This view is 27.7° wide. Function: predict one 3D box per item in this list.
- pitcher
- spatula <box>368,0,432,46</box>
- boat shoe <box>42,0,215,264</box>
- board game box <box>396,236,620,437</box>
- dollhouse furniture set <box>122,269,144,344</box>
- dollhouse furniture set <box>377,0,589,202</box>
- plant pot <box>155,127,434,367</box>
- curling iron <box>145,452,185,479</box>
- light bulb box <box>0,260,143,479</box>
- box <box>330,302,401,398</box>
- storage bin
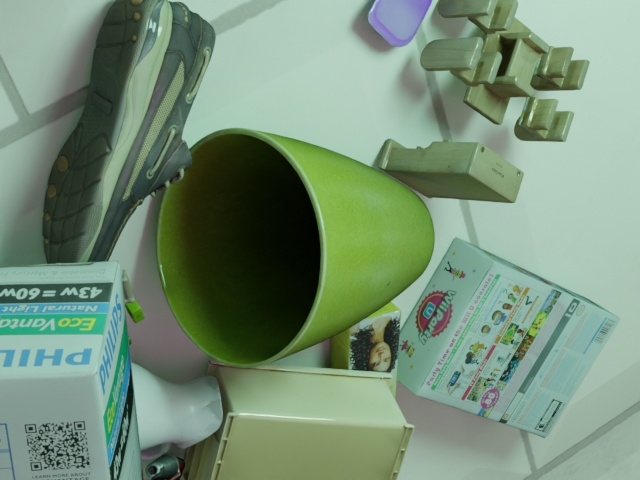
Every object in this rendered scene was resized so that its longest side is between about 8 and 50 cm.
[{"bbox_3d":[-0.253,0.225,1.626,0.207,0.125,0.178,10,137,-34],"label":"pitcher"},{"bbox_3d":[0.165,-0.370,1.615,0.296,0.030,0.084,-51,131,1],"label":"spatula"},{"bbox_3d":[-0.207,-0.100,1.463,0.130,0.132,0.355,11,110,-35],"label":"boat shoe"},{"bbox_3d":[0.270,0.150,1.919,0.303,0.097,0.224,23,100,-40],"label":"board game box"},{"bbox_3d":[-0.258,0.075,1.533,0.076,0.058,0.151,-32,153,-14],"label":"dollhouse furniture set"},{"bbox_3d":[0.200,-0.182,1.700,0.212,0.161,0.242,28,76,-39],"label":"dollhouse furniture set"},{"bbox_3d":[0.000,0.000,1.587,0.293,0.275,0.274,-5,118,-48],"label":"plant pot"},{"bbox_3d":[-0.196,0.296,1.630,0.035,0.274,0.068,27,76,1],"label":"curling iron"},{"bbox_3d":[-0.382,0.230,1.393,0.358,0.225,0.361,-2,119,-2],"label":"light bulb box"},{"bbox_3d":[0.060,0.194,1.835,0.087,0.058,0.232,-14,122,-25],"label":"box"},{"bbox_3d":[-0.041,0.310,1.752,0.262,0.123,0.260,7,115,-21],"label":"storage bin"}]
